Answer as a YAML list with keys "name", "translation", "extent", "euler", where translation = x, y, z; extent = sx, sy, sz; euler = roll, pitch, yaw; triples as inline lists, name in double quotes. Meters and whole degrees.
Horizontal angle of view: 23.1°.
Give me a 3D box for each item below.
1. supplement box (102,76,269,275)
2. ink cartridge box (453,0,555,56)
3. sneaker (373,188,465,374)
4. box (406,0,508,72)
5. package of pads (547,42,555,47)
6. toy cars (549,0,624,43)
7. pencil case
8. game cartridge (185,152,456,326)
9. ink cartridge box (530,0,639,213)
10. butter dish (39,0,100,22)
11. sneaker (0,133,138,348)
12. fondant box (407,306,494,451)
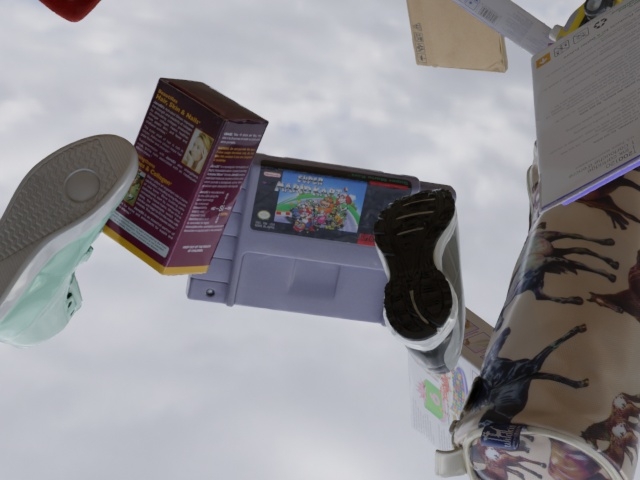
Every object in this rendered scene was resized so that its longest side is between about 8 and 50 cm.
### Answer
- name: "supplement box"
  translation: [-0.147, -0.068, 1.683]
  extent: [0.104, 0.188, 0.081]
  euler: [33, -161, 28]
- name: "ink cartridge box"
  translation: [0.271, -0.276, 2.063]
  extent: [0.207, 0.046, 0.097]
  euler: [37, -169, 11]
- name: "sneaker"
  translation: [0.123, 0.044, 1.854]
  extent: [0.100, 0.108, 0.271]
  euler: [-11, -137, 15]
- name: "box"
  translation: [0.210, -0.362, 2.465]
  extent: [0.164, 0.201, 0.021]
  euler: [9, -144, 32]
- name: "package of pads"
  translation: [0.314, -0.218, 1.958]
  extent: [0.032, 0.050, 0.083]
  euler: [-6, -165, -25]
- name: "toy cars"
  translation: [0.296, -0.311, 1.769]
  extent: [0.176, 0.393, 0.087]
  euler: [-21, -150, -20]
- name: "pencil case"
  translation: [0.248, 0.071, 1.554]
  extent: [0.184, 0.160, 0.410]
  euler: [15, -124, 7]
- name: "game cartridge"
  translation: [0.000, 0.000, 2.229]
  extent: [0.355, 0.230, 0.068]
  euler: [8, -152, -9]
- name: "ink cartridge box"
  translation: [0.229, -0.106, 0.991]
  extent: [0.206, 0.045, 0.208]
  euler: [-30, -155, 23]
- name: "butter dish"
  translation: [-0.274, -0.343, 1.660]
  extent: [0.160, 0.160, 0.118]
  euler: [40, 172, 3]
- name: "sneaker"
  translation: [-0.275, 0.004, 1.666]
  extent: [0.094, 0.256, 0.151]
  euler: [40, 175, 23]
- name: "fondant box"
  translation: [0.266, 0.266, 2.463]
  extent: [0.096, 0.238, 0.330]
  euler: [-22, -145, -26]
